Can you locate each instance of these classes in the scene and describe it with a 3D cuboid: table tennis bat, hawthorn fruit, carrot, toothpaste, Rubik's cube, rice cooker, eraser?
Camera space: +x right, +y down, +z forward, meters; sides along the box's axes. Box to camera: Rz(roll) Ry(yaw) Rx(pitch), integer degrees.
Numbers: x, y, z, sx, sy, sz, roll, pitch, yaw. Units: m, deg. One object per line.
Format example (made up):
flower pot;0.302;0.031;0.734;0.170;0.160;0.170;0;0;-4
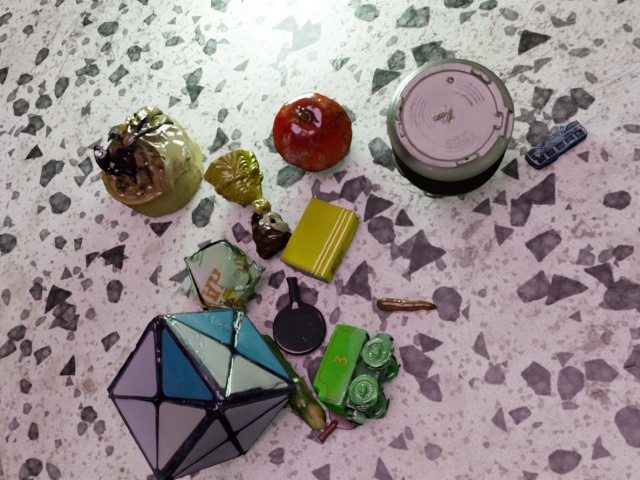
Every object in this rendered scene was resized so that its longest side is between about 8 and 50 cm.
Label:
table tennis bat;-0.066;0.210;1.704;0.150;0.027;0.236;-11;62;0
hawthorn fruit;-0.034;-0.332;1.775;0.242;0.271;0.242;-4;75;16
carrot;0.230;0.174;1.622;0.165;0.035;0.036;2;71;18
table tennis bat;0.052;0.460;1.568;0.098;0.019;0.154;39;72;24
toothpaste;-0.357;0.076;1.843;0.052;0.033;0.218;18;62;43
Rubik's cube;-0.299;0.372;1.532;0.305;0.307;0.310;50;115;27
rice cooker;0.341;-0.290;1.596;0.335;0.325;0.335;-1;83;12
eraser;0.000;0.000;1.748;0.158;0.069;0.226;23;80;24

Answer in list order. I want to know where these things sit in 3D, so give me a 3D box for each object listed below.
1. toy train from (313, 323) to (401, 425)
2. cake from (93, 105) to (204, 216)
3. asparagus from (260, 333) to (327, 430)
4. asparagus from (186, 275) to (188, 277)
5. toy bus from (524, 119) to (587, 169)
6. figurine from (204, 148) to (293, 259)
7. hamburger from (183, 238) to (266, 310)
toy train;0.091;0.339;1.547;0.188;0.132;0.243;10;64;25
cake;-0.570;-0.268;1.913;0.332;0.321;0.332;-6;68;15
asparagus;-0.095;0.376;1.634;0.082;0.085;0.343;-30;58;-21
asparagus;-0.296;0.094;1.840;0.236;0.027;0.034;-9;72;16
toy bus;0.636;-0.257;1.636;0.166;0.047;0.065;-35;67;3
figurine;-0.189;-0.105;1.812;0.168;0.187;0.315;-36;71;1
hamburger;-0.265;0.101;1.757;0.235;0.125;0.214;-26;92;9
